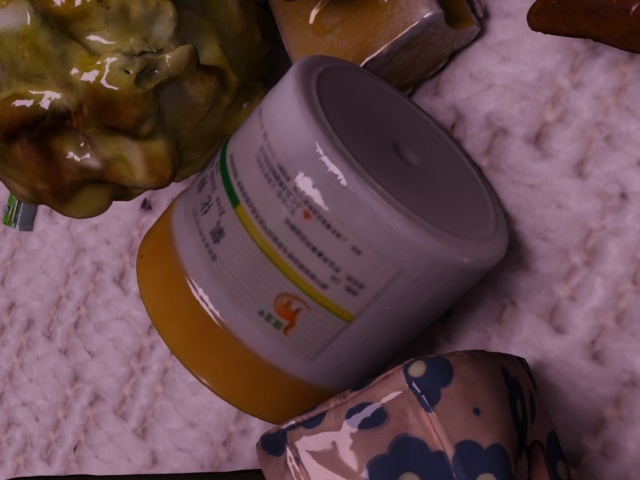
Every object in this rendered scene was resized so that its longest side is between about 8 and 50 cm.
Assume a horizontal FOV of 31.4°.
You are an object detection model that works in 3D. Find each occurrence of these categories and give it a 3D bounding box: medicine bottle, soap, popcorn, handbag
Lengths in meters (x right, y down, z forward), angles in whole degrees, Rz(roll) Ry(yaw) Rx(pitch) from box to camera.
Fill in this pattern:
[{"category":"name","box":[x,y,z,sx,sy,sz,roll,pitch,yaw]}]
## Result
[{"category":"medicine bottle","box":[0.000,0.000,0.971,0.232,0.238,0.238,-47,56,26]},{"category":"soap","box":[0.027,-0.265,1.086,0.173,0.089,0.274,-39,59,33]},{"category":"popcorn","box":[-0.186,-0.174,1.129,0.312,0.312,0.312,-7,79,42]},{"category":"handbag","box":[0.095,0.196,0.853,0.190,0.251,0.193,-27,73,19]}]

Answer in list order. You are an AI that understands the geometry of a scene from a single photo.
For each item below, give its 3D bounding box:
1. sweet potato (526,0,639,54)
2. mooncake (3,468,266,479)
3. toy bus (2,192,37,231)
[{"category":"sweet potato","box":[0.309,-0.147,0.801,0.359,0.112,0.112,31,105,44]},{"category":"mooncake","box":[-0.129,0.288,0.971,0.351,0.351,0.187,-10,74,41]},{"category":"toy bus","box":[-0.383,-0.056,1.469,0.037,0.031,0.083,22,100,36]}]
